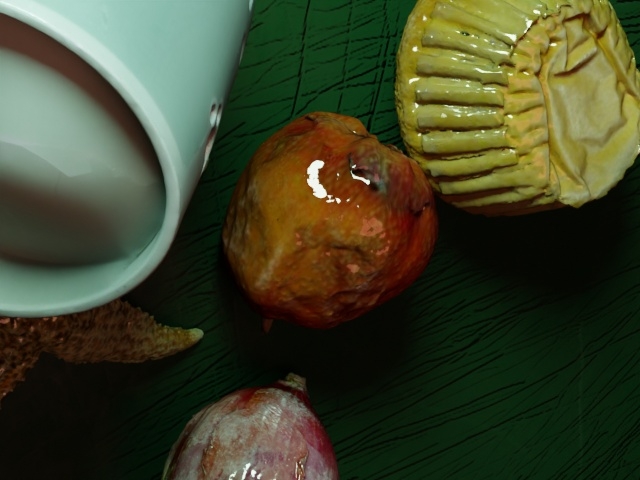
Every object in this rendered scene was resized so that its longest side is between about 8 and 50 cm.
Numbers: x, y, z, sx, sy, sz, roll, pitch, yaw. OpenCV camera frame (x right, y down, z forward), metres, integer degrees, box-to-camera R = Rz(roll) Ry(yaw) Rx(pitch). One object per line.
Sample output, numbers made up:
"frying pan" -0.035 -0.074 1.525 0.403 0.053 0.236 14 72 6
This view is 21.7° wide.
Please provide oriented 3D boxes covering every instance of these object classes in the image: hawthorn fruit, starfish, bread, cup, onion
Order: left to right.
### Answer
"cup" -0.199 -0.170 1.066 0.259 0.274 0.356 -8 127 22
"starfish" -0.219 0.022 1.266 0.358 0.078 0.347 -41 125 -19
"onion" -0.053 0.189 1.419 0.159 0.159 0.195 46 49 -35
"hawthorn fruit" 0.005 -0.013 1.353 0.179 0.173 0.173 -34 123 -8
"bread" 0.166 -0.132 1.399 0.240 0.139 0.240 -11 109 -36
